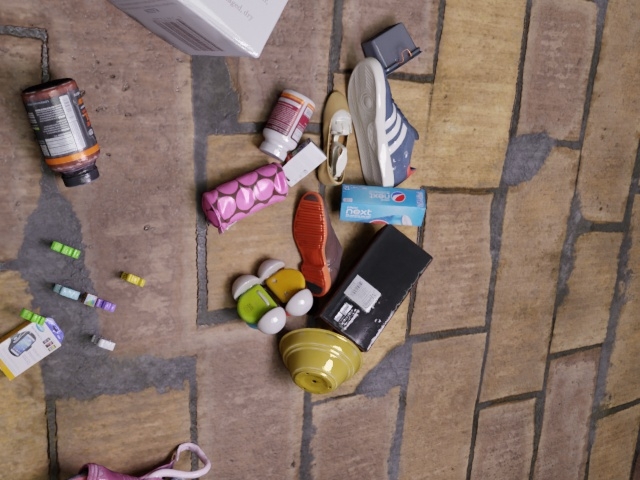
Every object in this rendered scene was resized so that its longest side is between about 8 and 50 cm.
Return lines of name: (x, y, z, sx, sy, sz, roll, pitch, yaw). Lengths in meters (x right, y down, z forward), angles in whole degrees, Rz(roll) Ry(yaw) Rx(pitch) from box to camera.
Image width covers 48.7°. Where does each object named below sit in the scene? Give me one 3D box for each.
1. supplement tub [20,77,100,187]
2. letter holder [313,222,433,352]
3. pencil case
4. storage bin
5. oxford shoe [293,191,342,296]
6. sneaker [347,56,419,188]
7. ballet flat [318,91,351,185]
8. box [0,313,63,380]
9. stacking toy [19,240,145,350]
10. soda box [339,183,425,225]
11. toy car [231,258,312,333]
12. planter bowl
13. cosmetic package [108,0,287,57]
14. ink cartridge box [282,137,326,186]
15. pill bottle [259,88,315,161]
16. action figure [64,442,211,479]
supplement tub: (-0.492, -0.205, 1.363, 0.106, 0.106, 0.198, -25, 117, -26)
letter holder: (0.124, 0.130, 1.862, 0.152, 0.214, 0.302, 38, 76, -3)
pencil case: (-0.168, -0.100, 1.621, 0.209, 0.095, 0.098, -29, 87, -24)
storage bin: (0.173, -0.474, 1.751, 0.135, 0.098, 0.091, -37, 110, -20)
oxford shoe: (0.000, 0.000, 1.775, 0.098, 0.097, 0.271, -29, 124, -47)
sneaker: (0.170, -0.299, 1.775, 0.148, 0.131, 0.350, -26, 126, -24)
ballet flat: (0.046, -0.246, 1.734, 0.080, 0.073, 0.232, -2, 104, -34)
box: (-0.602, 0.214, 1.453, 0.136, 0.028, 0.081, -37, 121, -23)
stacking toy: (-0.494, 0.118, 1.477, 0.221, 0.052, 0.167, 29, 79, -36)
soda box: (0.154, -0.089, 1.779, 0.210, 0.067, 0.071, 5, 141, -1)
toy car: (-0.118, 0.147, 1.708, 0.182, 0.159, 0.136, -33, 155, -23)
planter bowl: (-0.008, 0.319, 1.761, 0.217, 0.217, 0.090, 51, 37, -33)
cosmetic package: (-0.219, -0.591, 1.301, 0.327, 0.329, 0.393, 30, 85, -35)
ink cartridge box: (-0.049, -0.188, 1.706, 0.115, 0.029, 0.063, -38, 126, 13)
pill bottle: (-0.080, -0.265, 1.635, 0.086, 0.086, 0.152, 29, 86, -36)
action figure: (-0.422, 0.560, 1.537, 0.370, 0.248, 0.275, 37, 81, -38)
